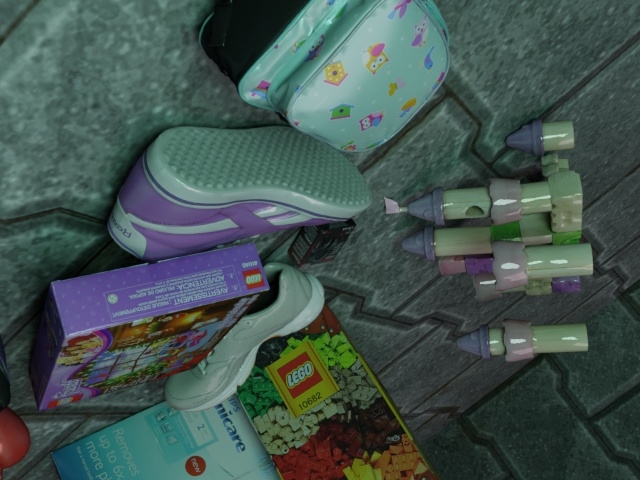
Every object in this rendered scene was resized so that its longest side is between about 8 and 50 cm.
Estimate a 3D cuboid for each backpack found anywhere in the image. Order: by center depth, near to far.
[{"bbox_3d":[0.023,-0.161,0.639,0.166,0.144,0.188,-48,154,16],"label":"backpack"}]

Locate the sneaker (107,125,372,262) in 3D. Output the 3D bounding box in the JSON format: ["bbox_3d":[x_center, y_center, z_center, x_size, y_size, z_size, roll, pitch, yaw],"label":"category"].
[{"bbox_3d":[-0.085,-0.037,0.792,0.282,0.102,0.161,3,143,-41],"label":"sneaker"}]

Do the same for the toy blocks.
[{"bbox_3d":[0.248,-0.006,1.133,0.260,0.309,0.288,-5,145,15],"label":"toy blocks"}]

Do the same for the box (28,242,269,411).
[{"bbox_3d":[-0.198,0.101,0.828,0.201,0.057,0.293,-11,161,-29],"label":"box"}]

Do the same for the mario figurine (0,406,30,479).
[{"bbox_3d":[-0.438,0.266,0.765,0.170,0.198,0.320,-29,175,36],"label":"mario figurine"}]

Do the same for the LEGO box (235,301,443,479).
[{"bbox_3d":[0.064,0.362,1.311,0.193,0.372,0.500,-33,154,-1],"label":"LEGO box"}]

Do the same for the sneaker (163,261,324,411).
[{"bbox_3d":[-0.123,0.119,1.017,0.262,0.099,0.121,-43,146,2],"label":"sneaker"}]

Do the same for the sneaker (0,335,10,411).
[{"bbox_3d":[-0.344,0.078,0.639,0.107,0.124,0.283,-33,154,-4],"label":"sneaker"}]

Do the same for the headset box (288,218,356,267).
[{"bbox_3d":[0.000,0.000,1.006,0.062,0.032,0.083,-10,144,-40],"label":"headset box"}]

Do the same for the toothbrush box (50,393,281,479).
[{"bbox_3d":[-0.226,0.372,1.173,0.295,0.216,0.126,-20,151,-24],"label":"toothbrush box"}]
